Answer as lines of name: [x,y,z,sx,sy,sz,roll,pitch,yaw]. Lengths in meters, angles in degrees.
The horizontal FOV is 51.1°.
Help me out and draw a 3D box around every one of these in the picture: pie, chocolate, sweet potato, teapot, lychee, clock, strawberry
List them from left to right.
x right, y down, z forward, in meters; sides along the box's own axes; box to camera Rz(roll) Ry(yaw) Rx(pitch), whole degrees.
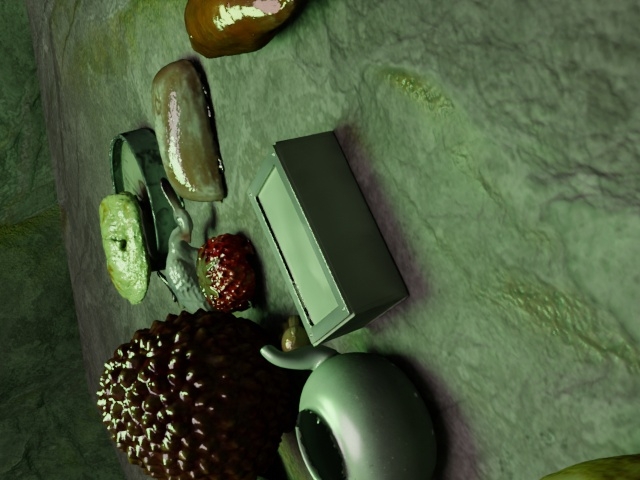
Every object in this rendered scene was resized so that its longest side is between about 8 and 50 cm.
pie: [-0.425,0.019,1.451,0.201,0.090,0.248,3,104,64]
clock: [-0.389,-0.086,1.497,0.325,0.067,0.325,36,134,49]
chocolate: [-0.248,-0.185,1.177,0.161,0.083,0.261,9,112,61]
lychee: [-0.184,0.254,1.064,0.306,0.330,0.306,-166,90,-71]
strawberry: [-0.163,0.059,1.145,0.145,0.086,0.145,32,129,50]
sweet potato: [-0.114,-0.293,0.858,0.359,0.112,0.112,20,121,60]
teapot: [0.046,0.234,0.808,0.294,0.129,0.193,59,149,27]

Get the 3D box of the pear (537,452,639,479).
pear: [0.201,0.268,0.420,0.271,0.271,0.271,36,133,49]

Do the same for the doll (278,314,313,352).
doll: [-0.048,0.144,1.016,0.093,0.051,0.061,17,92,55]

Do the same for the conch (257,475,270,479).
conch: [-0.174,0.532,1.281,0.319,0.215,0.303,109,147,-45]

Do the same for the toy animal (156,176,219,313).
toy animal: [-0.258,0.055,1.293,0.195,0.090,0.324,45,148,24]

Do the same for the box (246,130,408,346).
box: [0.000,0.000,0.821,0.225,0.086,0.129,66,151,15]
